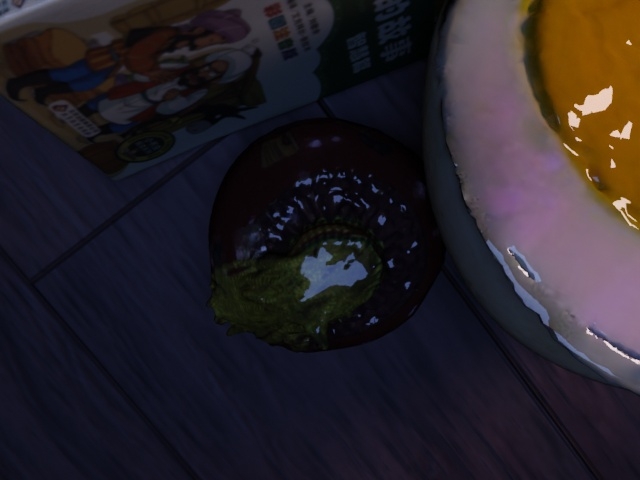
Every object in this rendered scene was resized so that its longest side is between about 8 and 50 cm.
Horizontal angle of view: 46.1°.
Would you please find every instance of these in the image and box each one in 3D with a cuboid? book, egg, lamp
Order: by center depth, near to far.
[{"bbox_3d":[-0.041,-0.121,0.431,0.264,0.202,0.027,-22,74,3],"label":"book"},{"bbox_3d":[0.168,-0.039,0.465,0.264,0.174,0.286,-25,83,-22],"label":"egg"},{"bbox_3d":[0.005,0.001,0.483,0.156,0.135,0.157,4,99,-3],"label":"lamp"}]
